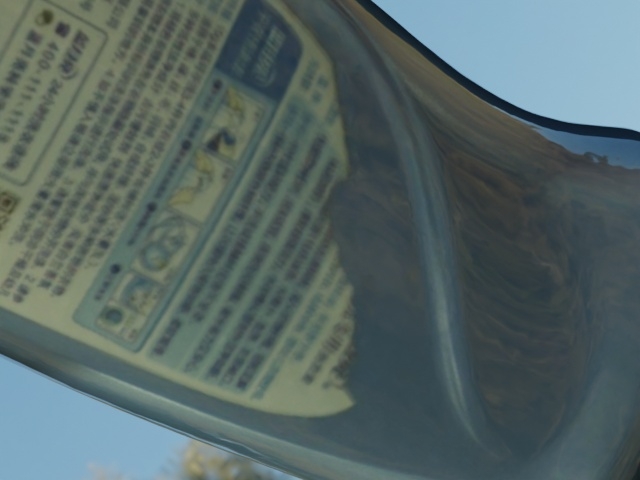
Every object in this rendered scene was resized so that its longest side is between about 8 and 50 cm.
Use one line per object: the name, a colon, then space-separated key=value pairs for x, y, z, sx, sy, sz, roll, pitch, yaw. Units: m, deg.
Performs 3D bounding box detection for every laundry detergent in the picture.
laundry detergent: x=0.001 y=0.000 z=0.344 sx=0.097 sy=0.206 sz=0.061 roll=-63 pitch=13 yaw=-12
